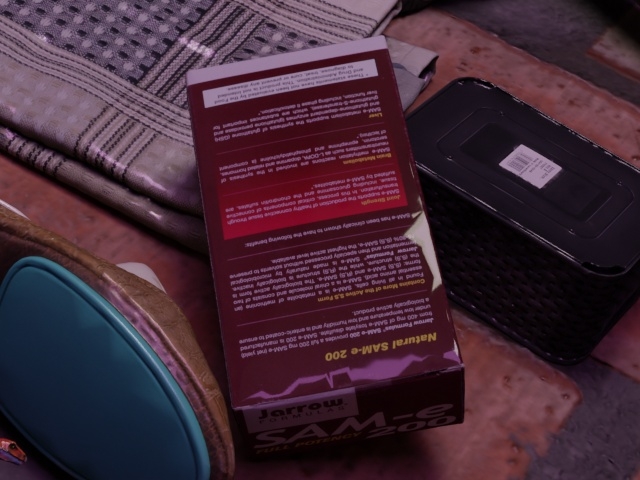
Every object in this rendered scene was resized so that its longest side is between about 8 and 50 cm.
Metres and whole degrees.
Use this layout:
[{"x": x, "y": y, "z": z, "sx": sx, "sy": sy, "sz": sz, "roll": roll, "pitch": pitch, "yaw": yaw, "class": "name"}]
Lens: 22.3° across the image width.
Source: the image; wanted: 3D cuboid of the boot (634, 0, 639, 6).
[{"x": 0.274, "y": -0.235, "z": 1.371, "sx": 0.208, "sy": 0.076, "sz": 0.190, "roll": 41, "pitch": 18, "yaw": 12, "class": "boot"}]

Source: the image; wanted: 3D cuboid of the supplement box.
[{"x": 0.000, "y": 0.000, "z": 0.961, "sx": 0.130, "sy": 0.073, "sz": 0.239, "roll": -10, "pitch": 56, "yaw": 0, "class": "supplement box"}]

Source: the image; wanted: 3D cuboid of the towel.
[{"x": -0.103, "y": -0.137, "z": 1.157, "sx": 0.324, "sy": 0.056, "sz": 0.312, "roll": 28, "pitch": 42, "yaw": 12, "class": "towel"}]

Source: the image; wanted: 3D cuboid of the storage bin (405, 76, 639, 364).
[{"x": 0.131, "y": -0.017, "z": 1.079, "sx": 0.180, "sy": 0.084, "sz": 0.122, "roll": 33, "pitch": 43, "yaw": 17, "class": "storage bin"}]

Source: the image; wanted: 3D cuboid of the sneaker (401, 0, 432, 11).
[{"x": 0.086, "y": -0.240, "z": 1.315, "sx": 0.211, "sy": 0.081, "sz": 0.080, "roll": -16, "pitch": 51, "yaw": -32, "class": "sneaker"}]

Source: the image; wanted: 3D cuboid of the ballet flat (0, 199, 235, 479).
[{"x": -0.168, "y": 0.032, "z": 0.924, "sx": 0.342, "sy": 0.116, "sz": 0.124, "roll": 27, "pitch": 22, "yaw": 18, "class": "ballet flat"}]

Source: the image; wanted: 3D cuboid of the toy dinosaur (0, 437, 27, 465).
[{"x": -0.159, "y": 0.141, "z": 0.814, "sx": 0.047, "sy": 0.090, "sz": 0.082, "roll": -9, "pitch": 90, "yaw": -14, "class": "toy dinosaur"}]
